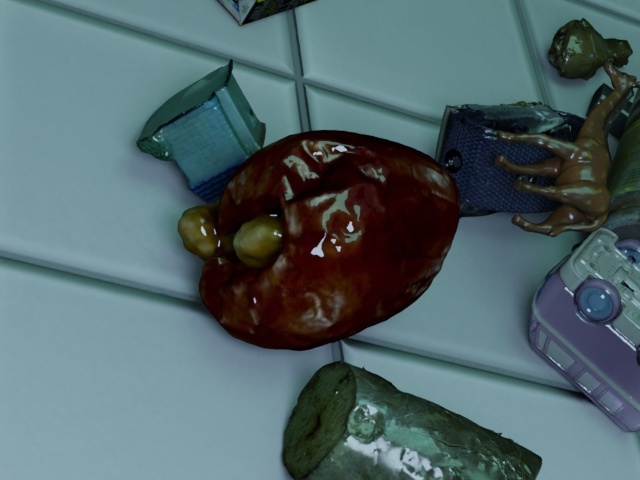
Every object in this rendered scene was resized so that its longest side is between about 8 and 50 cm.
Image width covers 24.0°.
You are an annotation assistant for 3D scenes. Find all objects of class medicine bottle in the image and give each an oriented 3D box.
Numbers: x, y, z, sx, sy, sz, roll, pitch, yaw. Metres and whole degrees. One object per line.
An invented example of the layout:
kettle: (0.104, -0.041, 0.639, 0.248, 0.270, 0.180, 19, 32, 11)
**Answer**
medicine bottle: (0.449, -0.080, 1.942, 0.151, 0.151, 0.322, 32, 48, -5)

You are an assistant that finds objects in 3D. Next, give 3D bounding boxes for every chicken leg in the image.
chicken leg: (0.400, -0.280, 2.197, 0.198, 0.069, 0.085, -9, 58, -49)

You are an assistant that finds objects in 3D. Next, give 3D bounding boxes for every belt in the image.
belt: (0.240, -0.092, 1.855, 0.230, 0.126, 0.139, -6, 27, -39)

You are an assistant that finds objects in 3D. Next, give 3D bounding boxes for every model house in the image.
model house: (-0.107, -0.098, 1.642, 0.149, 0.119, 0.148, 54, 13, -14)

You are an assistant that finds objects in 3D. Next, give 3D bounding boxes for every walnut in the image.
walnut: (0.000, 0.000, 1.550, 0.269, 0.243, 0.222, 1, 89, -43)

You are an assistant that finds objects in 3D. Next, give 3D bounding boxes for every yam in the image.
yam: (0.095, 0.222, 1.428, 0.254, 0.154, 0.154, 30, 40, -9)

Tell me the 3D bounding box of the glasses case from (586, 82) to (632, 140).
glasses case: (0.466, -0.150, 2.137, 0.190, 0.042, 0.072, 36, 32, 0)

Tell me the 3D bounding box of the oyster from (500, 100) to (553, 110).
oyster: (0.273, -0.158, 2.015, 0.132, 0.029, 0.086, 14, 38, -20)

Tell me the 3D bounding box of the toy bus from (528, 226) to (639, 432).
toy bus: (0.339, 0.101, 1.716, 0.202, 0.142, 0.142, 42, 40, 7)

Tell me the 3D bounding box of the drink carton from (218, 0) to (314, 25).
drink carton: (-0.061, -0.332, 1.928, 0.071, 0.056, 0.165, 49, 41, 11)

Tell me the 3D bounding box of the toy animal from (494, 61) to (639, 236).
toy animal: (0.302, -0.112, 1.760, 0.229, 0.066, 0.224, -4, 65, -24)
